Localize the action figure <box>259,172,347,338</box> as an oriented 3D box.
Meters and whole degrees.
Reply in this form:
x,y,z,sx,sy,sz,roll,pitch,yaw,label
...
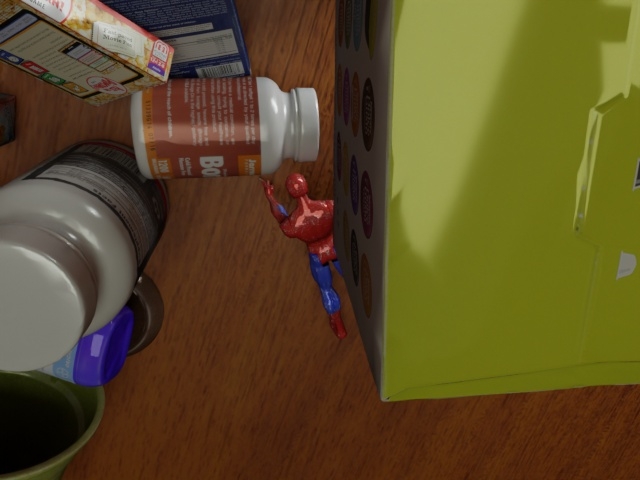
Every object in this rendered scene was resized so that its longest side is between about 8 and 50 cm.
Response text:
x,y,z,sx,sy,sz,roll,pitch,yaw,label
0.000,0.000,0.802,0.091,0.139,0.280,-23,133,0,action figure

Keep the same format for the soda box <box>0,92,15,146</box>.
x,y,z,sx,sy,sz,roll,pitch,yaw,label
-0.480,-0.162,0.704,0.183,0.058,0.063,9,109,-8,soda box

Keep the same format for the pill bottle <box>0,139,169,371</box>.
x,y,z,sx,sy,sz,roll,pitch,yaw,label
-0.283,0.002,0.644,0.176,0.318,0.176,-1,111,-4,pill bottle

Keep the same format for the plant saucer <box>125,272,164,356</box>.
x,y,z,sx,sy,sz,roll,pitch,yaw,label
-0.316,0.107,0.836,0.168,0.029,0.168,-1,111,-4,plant saucer

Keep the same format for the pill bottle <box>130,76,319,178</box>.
x,y,z,sx,sy,sz,roll,pitch,yaw,label
-0.114,-0.139,0.710,0.216,0.121,0.121,-3,111,-7,pill bottle

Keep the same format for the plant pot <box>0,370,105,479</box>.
x,y,z,sx,sy,sz,roll,pitch,yaw,label
-0.459,0.304,0.773,0.276,0.276,0.254,17,112,-11,plant pot

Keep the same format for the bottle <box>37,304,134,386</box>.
x,y,z,sx,sy,sz,roll,pitch,yaw,label
-0.398,0.102,0.768,0.283,0.092,0.118,17,100,5,bottle

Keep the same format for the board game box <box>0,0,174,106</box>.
x,y,z,sx,sy,sz,roll,pitch,yaw,label
-0.274,-0.208,0.584,0.193,0.147,0.045,24,70,-48,board game box

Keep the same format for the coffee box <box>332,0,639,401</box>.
x,y,z,sx,sy,sz,roll,pitch,yaw,label
0.192,-0.100,0.513,0.338,0.334,0.337,-2,111,-4,coffee box

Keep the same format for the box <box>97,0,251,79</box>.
x,y,z,sx,sy,sz,roll,pitch,yaw,label
-0.158,-0.242,0.628,0.136,0.225,0.036,-9,77,-2,box
